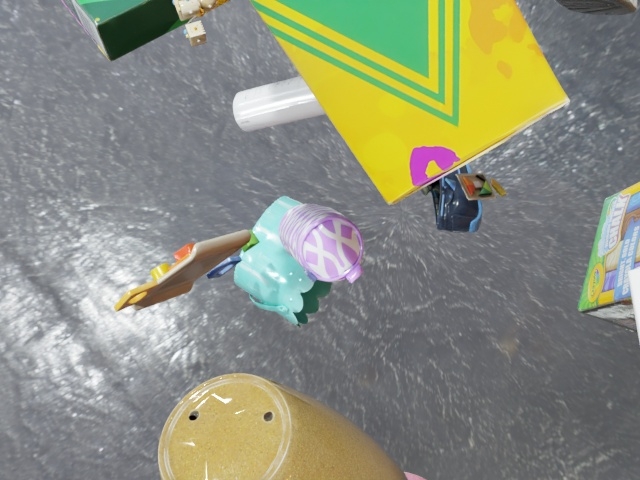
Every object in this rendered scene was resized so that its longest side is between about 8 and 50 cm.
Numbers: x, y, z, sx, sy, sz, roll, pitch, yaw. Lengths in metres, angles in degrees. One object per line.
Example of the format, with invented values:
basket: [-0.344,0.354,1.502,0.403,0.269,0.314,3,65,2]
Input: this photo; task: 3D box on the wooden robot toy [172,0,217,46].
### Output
wooden robot toy: [-0.212,-0.414,1.292,0.079,0.076,0.173,-17,55,-9]

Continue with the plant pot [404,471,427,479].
plant pot: [0.123,0.487,1.212,0.201,0.180,0.201,7,131,8]

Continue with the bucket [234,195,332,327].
bucket: [-0.060,0.044,1.726,0.183,0.281,0.281,29,95,11]

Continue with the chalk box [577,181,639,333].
chalk box: [0.472,0.031,0.985,0.180,0.289,0.179,21,76,-5]

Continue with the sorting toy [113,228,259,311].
sorting toy: [-0.242,0.043,1.371,0.196,0.347,0.047,-39,81,27]

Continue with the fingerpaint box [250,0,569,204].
fingerpaint box: [0.023,-0.294,0.678,0.163,0.445,0.371,-30,110,15]

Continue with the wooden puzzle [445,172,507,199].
wooden puzzle: [0.311,-0.110,1.489,0.116,0.014,0.079,-11,55,-28]

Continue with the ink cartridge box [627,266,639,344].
ink cartridge box: [0.344,0.146,0.618,0.100,0.172,0.237,-17,59,32]

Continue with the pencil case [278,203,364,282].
pencil case: [0.000,0.000,0.979,0.088,0.206,0.086,40,90,-14]

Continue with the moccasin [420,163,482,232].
moccasin: [0.281,-0.156,1.750,0.116,0.342,0.138,-6,130,-5]

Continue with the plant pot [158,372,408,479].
plant pot: [-0.044,0.235,0.705,0.237,0.254,0.237,-11,49,12]

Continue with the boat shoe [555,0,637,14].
boat shoe: [0.291,-0.329,0.819,0.118,0.320,0.103,13,98,33]

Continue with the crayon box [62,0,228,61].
crayon box: [-0.371,-0.558,1.469,0.313,0.106,0.363,-33,64,-15]

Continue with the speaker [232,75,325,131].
speaker: [-0.043,-0.178,0.956,0.136,0.055,0.055,-8,91,30]
